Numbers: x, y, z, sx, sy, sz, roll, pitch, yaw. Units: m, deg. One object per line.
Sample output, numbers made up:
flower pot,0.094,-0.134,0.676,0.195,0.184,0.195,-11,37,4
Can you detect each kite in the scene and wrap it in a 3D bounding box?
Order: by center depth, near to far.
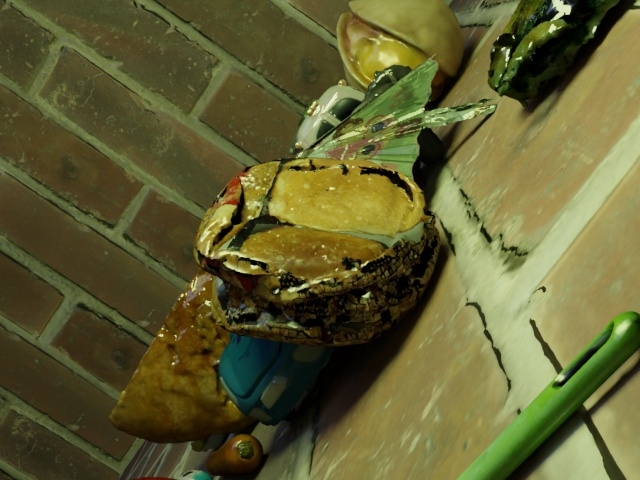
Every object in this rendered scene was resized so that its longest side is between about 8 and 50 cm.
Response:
kite,0.083,-0.127,1.082,0.267,0.013,0.323,-14,36,25

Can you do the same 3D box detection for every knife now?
knife,0.080,0.105,0.428,0.212,0.015,0.054,-54,-3,27

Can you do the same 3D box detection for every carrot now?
carrot,-0.107,0.259,1.063,0.043,0.043,0.248,-58,4,-23

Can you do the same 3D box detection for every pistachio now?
pistachio,0.131,-0.330,1.550,0.230,0.230,0.309,-53,7,25

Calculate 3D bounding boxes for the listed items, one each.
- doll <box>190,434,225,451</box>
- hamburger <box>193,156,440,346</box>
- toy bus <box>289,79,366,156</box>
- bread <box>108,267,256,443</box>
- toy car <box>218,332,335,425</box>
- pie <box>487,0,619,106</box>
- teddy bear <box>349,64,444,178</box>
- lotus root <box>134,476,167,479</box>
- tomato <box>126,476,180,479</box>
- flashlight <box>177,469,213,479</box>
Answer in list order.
doll,-0.165,0.280,1.404,0.143,0.057,0.099,-54,-14,-69
hamburger,-0.002,0.006,0.820,0.231,0.231,0.107,-63,-30,-55
toy bus,0.046,-0.150,1.438,0.143,0.179,0.305,-56,5,1
bread,-0.126,0.141,1.230,0.340,0.179,0.194,-58,3,-2
toy car,-0.032,0.056,0.992,0.198,0.166,0.314,-57,4,33
pie,0.272,-0.285,0.781,0.296,0.078,0.371,-58,4,-40
teddy bear,0.080,-0.102,1.197,0.251,0.144,0.171,-41,39,-4
lotus root,-0.208,0.350,0.958,0.214,0.138,0.138,-59,6,-25
tomato,-0.133,0.264,0.707,0.167,0.167,0.167,-55,5,7
flashlight,-0.178,0.351,1.134,0.129,0.051,0.051,-63,7,-16
